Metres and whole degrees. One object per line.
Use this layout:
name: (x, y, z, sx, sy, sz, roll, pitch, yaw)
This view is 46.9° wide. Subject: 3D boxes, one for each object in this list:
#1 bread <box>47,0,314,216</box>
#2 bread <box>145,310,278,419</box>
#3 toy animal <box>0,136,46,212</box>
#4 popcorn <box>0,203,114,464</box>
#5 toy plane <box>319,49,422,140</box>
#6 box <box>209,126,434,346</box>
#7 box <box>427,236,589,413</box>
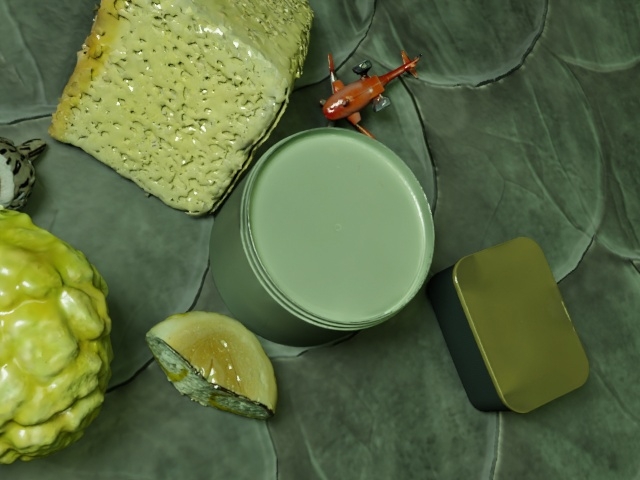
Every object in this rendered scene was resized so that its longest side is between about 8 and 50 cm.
bread: (-0.159, -0.226, 0.894, 0.248, 0.279, 0.315, 32, 23, -12)
bread: (-0.115, 0.126, 0.798, 0.157, 0.083, 0.094, 23, 65, -17)
toy animal: (-0.334, -0.073, 0.760, 0.098, 0.098, 0.137, 43, 64, -6)
popcorn: (-0.315, 0.083, 0.670, 0.251, 0.206, 0.237, -1, 90, -11)
toy plane: (0.075, -0.197, 0.979, 0.194, 0.077, 0.126, -12, 88, -34)
box: (0.000, 0.000, 0.845, 0.226, 0.149, 0.226, 7, 72, -21)
box: (0.233, 0.110, 0.941, 0.144, 0.090, 0.201, -19, 83, -26)
